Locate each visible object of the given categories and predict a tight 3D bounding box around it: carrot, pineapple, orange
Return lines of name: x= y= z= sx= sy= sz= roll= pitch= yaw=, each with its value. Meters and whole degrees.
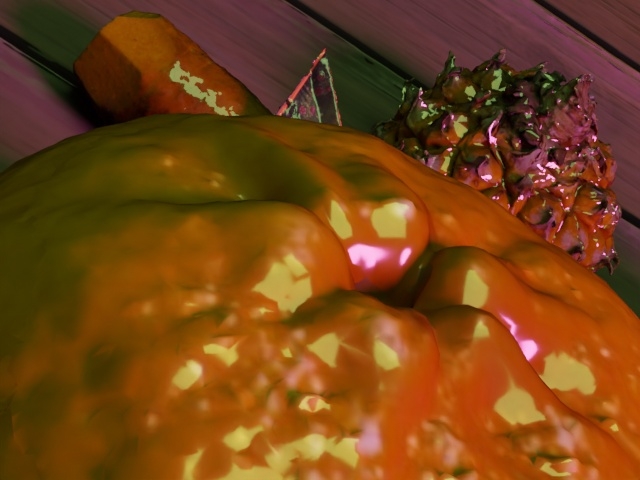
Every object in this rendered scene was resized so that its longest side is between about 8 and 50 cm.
carrot: x=0.000 y=0.000 z=0.772 sx=0.314 sy=0.066 sz=0.066 roll=43 pitch=42 yaw=1
pineapple: x=0.115 y=-0.045 z=0.829 sx=0.161 sy=0.137 sz=0.176 roll=21 pitch=45 yaw=-19
orange: x=-0.020 y=0.117 z=0.473 sx=0.341 sy=0.293 sz=0.340 roll=17 pitch=39 yaw=-14

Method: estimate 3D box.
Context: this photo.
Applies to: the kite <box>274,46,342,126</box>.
kite: x=-0.034 y=0.011 z=0.718 sx=0.183 sy=0.014 sz=0.241 roll=34 pitch=68 yaw=-14
